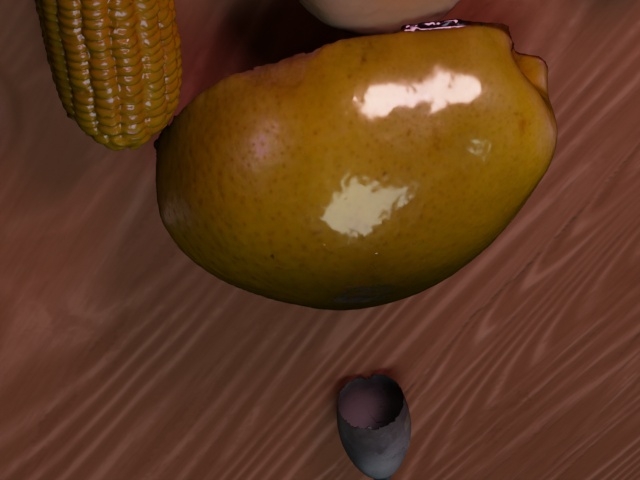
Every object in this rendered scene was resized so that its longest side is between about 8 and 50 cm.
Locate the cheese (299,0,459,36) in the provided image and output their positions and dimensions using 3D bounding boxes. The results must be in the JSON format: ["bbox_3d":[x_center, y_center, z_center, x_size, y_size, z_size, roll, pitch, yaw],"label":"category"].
[{"bbox_3d":[0.056,-0.280,1.197,0.218,0.117,0.235,-35,138,21],"label":"cheese"}]

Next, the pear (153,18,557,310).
[{"bbox_3d":[0.041,-0.038,1.337,0.386,0.191,0.340,-19,159,29],"label":"pear"}]

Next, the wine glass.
[{"bbox_3d":[0.162,0.294,1.862,0.264,0.096,0.309,-2,139,6],"label":"wine glass"}]

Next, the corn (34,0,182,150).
[{"bbox_3d":[-0.182,-0.220,1.195,0.120,0.120,0.363,-8,139,-8],"label":"corn"}]
